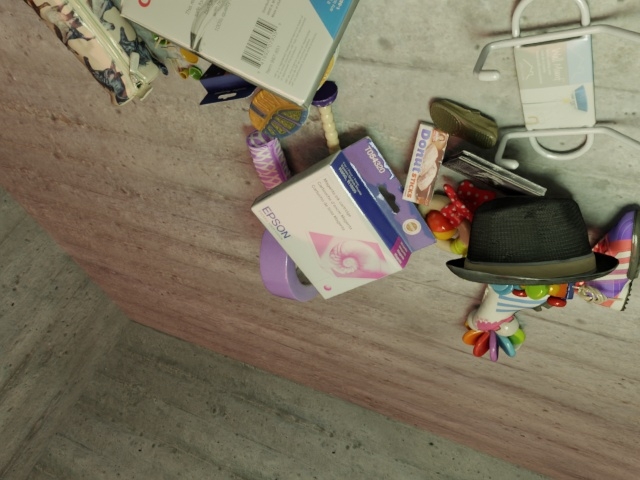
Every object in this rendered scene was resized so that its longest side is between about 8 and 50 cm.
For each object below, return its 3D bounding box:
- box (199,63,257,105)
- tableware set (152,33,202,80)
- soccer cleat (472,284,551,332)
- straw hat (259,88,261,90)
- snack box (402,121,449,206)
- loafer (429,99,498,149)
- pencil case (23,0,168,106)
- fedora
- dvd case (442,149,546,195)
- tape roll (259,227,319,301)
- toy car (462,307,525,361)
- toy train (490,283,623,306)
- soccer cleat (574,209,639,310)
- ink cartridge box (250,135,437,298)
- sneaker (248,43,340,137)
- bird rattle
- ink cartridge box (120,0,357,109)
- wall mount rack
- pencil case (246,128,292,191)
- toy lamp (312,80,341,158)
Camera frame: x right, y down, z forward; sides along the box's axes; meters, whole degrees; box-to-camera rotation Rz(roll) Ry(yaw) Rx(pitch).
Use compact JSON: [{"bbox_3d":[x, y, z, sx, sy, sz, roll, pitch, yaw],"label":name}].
[{"bbox_3d":[-0.138,-0.345,0.959,0.136,0.225,0.036,3,144,35],"label":"box"},{"bbox_3d":[-0.333,-0.437,1.175,0.104,0.024,0.154,13,147,22],"label":"tableware set"},{"bbox_3d":[0.495,0.143,1.373,0.143,0.116,0.331,43,148,3],"label":"soccer cleat"},{"bbox_3d":[-0.075,-0.296,1.149,0.144,0.144,0.061,4,-175,35],"label":"straw hat"},{"bbox_3d":[0.227,-0.162,1.097,0.064,0.022,0.178,18,124,15],"label":"snack box"},{"bbox_3d":[0.281,-0.230,0.993,0.148,0.050,0.056,37,149,14],"label":"loafer"},{"bbox_3d":[-0.515,-0.490,1.093,0.183,0.160,0.410,21,155,45],"label":"pencil case"},{"bbox_3d":[0.419,-0.010,1.022,0.334,0.334,0.152,2,100,37],"label":"fedora"},{"bbox_3d":[0.334,-0.131,1.014,0.164,0.018,0.221,26,-173,1],"label":"dvd case"},{"bbox_3d":[-0.060,0.031,1.444,0.090,0.275,0.275,8,146,27],"label":"tape roll"},{"bbox_3d":[0.523,0.300,1.549,0.182,0.136,0.159,7,145,31],"label":"toy car"},{"bbox_3d":[0.507,0.101,1.116,0.143,0.105,0.248,-4,-167,-42],"label":"toy train"},{"bbox_3d":[0.627,0.048,1.106,0.116,0.108,0.318,14,151,29],"label":"soccer cleat"},{"bbox_3d":[0.056,-0.036,1.215,0.330,0.071,0.324,-25,115,29],"label":"ink cartridge box"},{"bbox_3d":[-0.040,-0.320,1.012,0.112,0.131,0.296,35,143,-15],"label":"sneaker"},{"bbox_3d":[0.309,-0.034,1.211,0.207,0.143,0.253,20,152,46],"label":"bird rattle"},{"bbox_3d":[-0.113,-0.376,0.796,0.307,0.223,0.129,26,-170,-3],"label":"ink cartridge box"},{"bbox_3d":[0.421,-0.221,0.812,0.304,0.130,0.350,4,144,34],"label":"wall mount rack"},{"bbox_3d":[-0.126,-0.197,1.324,0.088,0.086,0.206,49,169,38],"label":"pencil case"},{"bbox_3d":[0.026,-0.231,1.166,0.080,0.080,0.275,13,145,23],"label":"toy lamp"}]
